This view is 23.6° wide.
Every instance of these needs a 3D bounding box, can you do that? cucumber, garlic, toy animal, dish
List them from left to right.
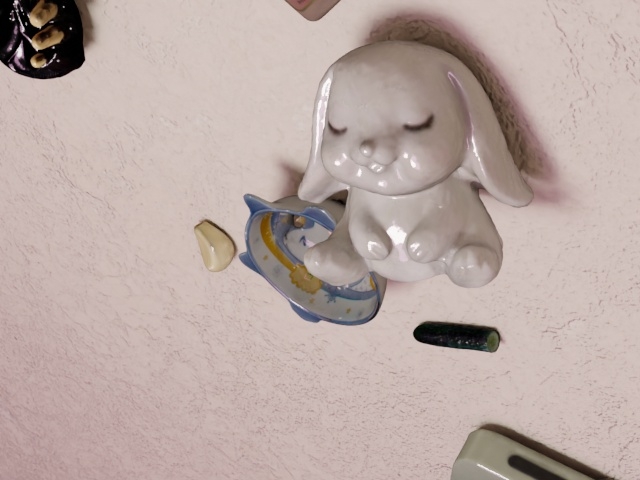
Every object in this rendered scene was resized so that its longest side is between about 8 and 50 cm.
[{"bbox_3d":[-0.148,0.011,2.156,0.053,0.041,0.083,17,137,49],"label":"garlic"},{"bbox_3d":[0.000,0.000,1.960,0.228,0.086,0.236,41,147,-6],"label":"dish"},{"bbox_3d":[0.084,-0.096,1.681,0.272,0.206,0.265,-1,125,23],"label":"toy animal"},{"bbox_3d":[0.172,0.126,2.011,0.133,0.032,0.032,5,136,41],"label":"cucumber"}]

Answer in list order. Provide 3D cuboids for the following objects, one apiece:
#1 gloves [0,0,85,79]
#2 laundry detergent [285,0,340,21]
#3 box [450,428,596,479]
[{"bbox_3d":[-0.351,-0.274,1.901,0.164,0.124,0.203,33,151,-19],"label":"gloves"},{"bbox_3d":[-0.043,-0.350,1.571,0.237,0.076,0.171,44,146,-8],"label":"laundry detergent"},{"bbox_3d":[0.352,0.450,2.205,0.367,0.090,0.373,26,147,17],"label":"box"}]
